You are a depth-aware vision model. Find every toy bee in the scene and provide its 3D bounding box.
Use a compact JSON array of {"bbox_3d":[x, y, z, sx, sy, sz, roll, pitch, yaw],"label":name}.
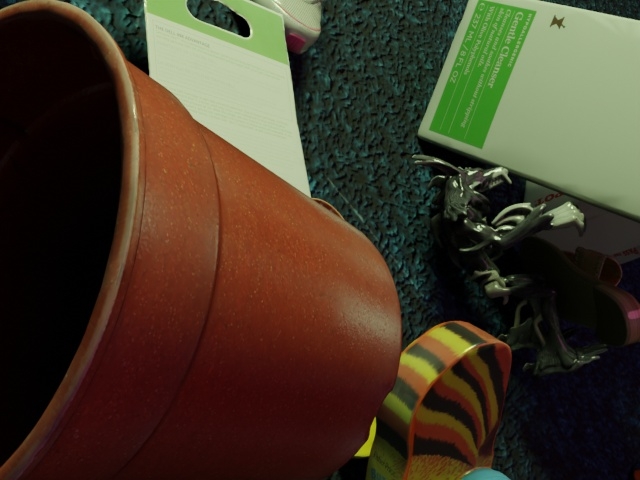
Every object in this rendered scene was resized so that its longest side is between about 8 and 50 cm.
[{"bbox_3d":[0.076,0.221,0.689,0.162,0.195,0.298,-10,87,-25],"label":"toy bee"}]

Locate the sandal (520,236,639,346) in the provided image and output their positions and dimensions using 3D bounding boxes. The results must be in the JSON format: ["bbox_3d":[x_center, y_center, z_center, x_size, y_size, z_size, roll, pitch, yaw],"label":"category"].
[{"bbox_3d":[0.323,0.054,1.019,0.079,0.240,0.088,-11,111,-12],"label":"sandal"}]

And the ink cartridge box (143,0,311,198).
[{"bbox_3d":[-0.093,-0.111,0.763,0.171,0.056,0.235,11,61,-45],"label":"ink cartridge box"}]

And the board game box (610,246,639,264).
[{"bbox_3d":[0.447,-0.040,1.254,0.045,0.147,0.193,52,41,-14],"label":"board game box"}]

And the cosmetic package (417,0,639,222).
[{"bbox_3d":[0.311,-0.136,0.958,0.155,0.366,0.196,12,100,-44],"label":"cosmetic package"}]

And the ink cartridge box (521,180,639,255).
[{"bbox_3d":[0.397,-0.115,1.197,0.115,0.198,0.272,43,44,-26],"label":"ink cartridge box"}]

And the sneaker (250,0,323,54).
[{"bbox_3d":[-0.026,-0.311,0.904,0.103,0.111,0.252,19,56,-41],"label":"sneaker"}]

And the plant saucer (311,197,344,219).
[{"bbox_3d":[0.000,0.000,0.839,0.083,0.013,0.083,25,52,-37],"label":"plant saucer"}]

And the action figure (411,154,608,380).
[{"bbox_3d":[0.210,0.006,0.958,0.275,0.141,0.164,60,1,-10],"label":"action figure"}]

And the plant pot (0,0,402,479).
[{"bbox_3d":[-0.102,0.042,0.525,0.265,0.272,0.272,24,53,-48],"label":"plant pot"}]

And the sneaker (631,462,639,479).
[{"bbox_3d":[0.502,0.315,1.166,0.221,0.087,0.083,-2,72,-48],"label":"sneaker"}]
